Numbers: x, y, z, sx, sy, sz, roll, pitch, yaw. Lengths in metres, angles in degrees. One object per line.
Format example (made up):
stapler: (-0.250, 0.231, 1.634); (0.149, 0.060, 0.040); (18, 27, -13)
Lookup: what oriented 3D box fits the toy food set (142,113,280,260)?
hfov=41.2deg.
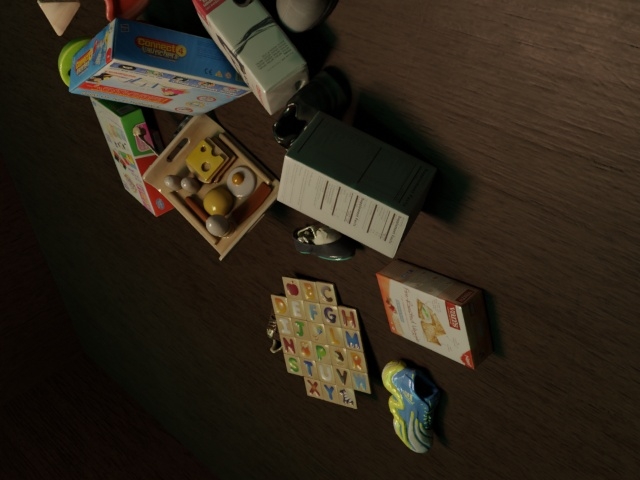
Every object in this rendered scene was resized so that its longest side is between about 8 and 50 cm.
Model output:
toy food set: (-0.250, -0.129, 1.969); (0.306, 0.219, 0.092); (44, -173, 21)

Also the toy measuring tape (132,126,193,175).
toy measuring tape: (-0.317, -0.197, 2.105); (0.330, 0.121, 0.121); (44, 150, 8)

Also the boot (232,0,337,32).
boot: (-0.064, -0.430, 1.382); (0.118, 0.223, 0.338); (51, 151, 9)

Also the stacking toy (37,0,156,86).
stacking toy: (-0.486, -0.496, 1.909); (0.130, 0.280, 0.308); (49, 158, 40)

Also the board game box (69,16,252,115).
board game box: (-0.335, -0.355, 1.796); (0.302, 0.308, 0.086); (-6, 79, 58)

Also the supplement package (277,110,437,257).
supplement package: (0.064, -0.101, 1.545); (0.244, 0.139, 0.133); (28, 145, 10)

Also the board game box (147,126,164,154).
board game box: (-0.470, -0.273, 2.370); (0.090, 0.020, 0.090); (25, 139, 44)

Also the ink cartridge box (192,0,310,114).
ink cartridge box: (-0.129, -0.372, 1.609); (0.237, 0.100, 0.172); (53, 178, 5)

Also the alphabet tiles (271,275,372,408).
alphabet tiles: (-0.001, 0.254, 2.120); (0.285, 0.011, 0.342); (7, 116, 42)

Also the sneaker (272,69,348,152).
sneaker: (-0.041, -0.211, 1.672); (0.109, 0.130, 0.286); (45, 151, 19)

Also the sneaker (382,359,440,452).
sneaker: (0.222, 0.386, 1.927); (0.126, 0.091, 0.240); (-1, 118, 56)

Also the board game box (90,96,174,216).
board game box: (-0.531, -0.251, 2.403); (0.242, 0.064, 0.316); (35, 147, 48)

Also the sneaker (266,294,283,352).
sneaker: (-0.110, 0.232, 2.290); (0.066, 0.071, 0.188); (31, 143, 38)

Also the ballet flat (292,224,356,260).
ballet flat: (0.000, 0.000, 1.891); (0.203, 0.074, 0.074); (9, 127, 56)

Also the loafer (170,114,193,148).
loafer: (-0.323, -0.276, 2.118); (0.061, 0.062, 0.170); (34, 156, -7)

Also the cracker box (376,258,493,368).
cracker box: (0.225, 0.143, 1.695); (0.232, 0.067, 0.155); (20, 136, 47)
